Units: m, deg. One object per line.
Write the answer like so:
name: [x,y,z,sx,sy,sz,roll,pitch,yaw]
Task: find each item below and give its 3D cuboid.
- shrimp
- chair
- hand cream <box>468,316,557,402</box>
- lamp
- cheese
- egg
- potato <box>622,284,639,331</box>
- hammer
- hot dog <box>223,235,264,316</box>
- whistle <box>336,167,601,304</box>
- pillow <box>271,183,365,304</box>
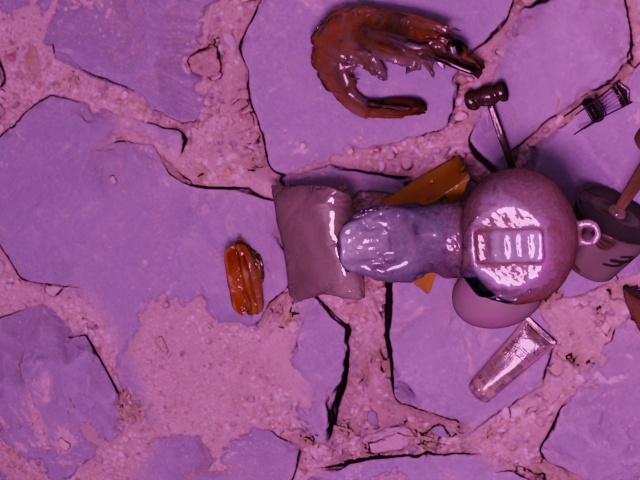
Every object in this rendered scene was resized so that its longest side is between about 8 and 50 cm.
shrimp: [0.099,-0.237,1.877,0.253,0.058,0.173,21,121,15]
chair: [0.371,-0.177,1.813,0.086,0.042,0.037,-33,97,-11]
hand cream: [0.273,0.176,1.963,0.061,0.039,0.143,46,106,8]
lamp: [0.402,-0.047,1.791,0.121,0.121,0.214,32,126,7]
cheese: [0.152,-0.037,1.893,0.126,0.093,0.171,35,107,-13]
egg: [0.248,0.072,1.895,0.135,0.103,0.103,-19,100,22]
potato: [0.483,0.133,1.842,0.172,0.089,0.100,17,114,12]
hammer: [0.273,-0.078,1.883,0.058,0.029,0.292,-15,103,24]
hot dog: [-0.113,0.056,2.055,0.056,0.041,0.133,0,115,19]
whistle: [0.196,-0.004,1.794,0.348,0.189,0.189,-3,106,16]
pillow: [0.000,0.000,1.960,0.134,0.078,0.181,-1,104,46]
